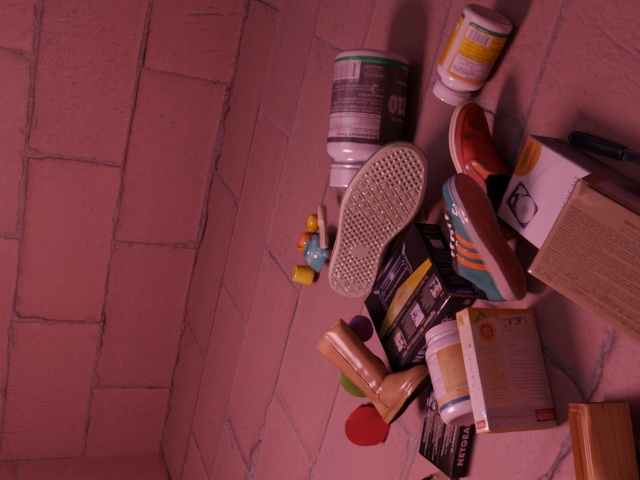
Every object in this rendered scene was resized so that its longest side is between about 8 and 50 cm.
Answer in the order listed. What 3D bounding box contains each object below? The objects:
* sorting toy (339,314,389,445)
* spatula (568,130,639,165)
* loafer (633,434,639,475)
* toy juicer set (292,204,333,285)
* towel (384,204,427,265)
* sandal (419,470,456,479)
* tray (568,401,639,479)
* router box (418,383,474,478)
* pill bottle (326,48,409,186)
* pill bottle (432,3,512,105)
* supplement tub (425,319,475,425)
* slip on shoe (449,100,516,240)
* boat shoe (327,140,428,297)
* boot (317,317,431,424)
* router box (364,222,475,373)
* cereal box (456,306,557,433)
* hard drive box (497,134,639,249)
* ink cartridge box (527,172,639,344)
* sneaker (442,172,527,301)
[{"bbox_3d":[0.114,0.367,1.937,0.126,0.127,0.365,-98,3,-77],"label":"sorting toy"},{"bbox_3d":[0.544,-0.146,1.252,0.296,0.030,0.084,41,125,58],"label":"spatula"},{"bbox_3d":[0.554,0.410,1.072,0.092,0.102,0.268,-65,33,25],"label":"loafer"},{"bbox_3d":[0.000,0.000,2.277,0.329,0.090,0.209,126,153,-60],"label":"toy juicer set"},{"bbox_3d":[0.208,-0.031,1.923,0.237,0.021,0.102,-52,43,48],"label":"towel"},{"bbox_3d":[0.259,0.594,1.696,0.180,0.049,0.072,-56,39,45],"label":"sandal"},{"bbox_3d":[0.468,0.471,1.148,0.203,0.076,0.410,46,-139,-73],"label":"tray"},{"bbox_3d":[0.294,0.440,1.653,0.133,0.046,0.178,25,108,62],"label":"router box"},{"bbox_3d":[0.125,-0.318,1.927,0.204,0.204,0.360,12,97,63],"label":"pill bottle"},{"bbox_3d":[0.337,-0.415,1.613,0.208,0.118,0.117,-67,32,33],"label":"pill bottle"},{"bbox_3d":[0.309,0.284,1.536,0.144,0.144,0.199,-50,43,49],"label":"supplement tub"},{"bbox_3d":[0.359,-0.148,1.537,0.101,0.123,0.331,-22,72,53],"label":"slip on shoe"},{"bbox_3d":[0.137,-0.064,1.820,0.156,0.187,0.500,-72,1,-47],"label":"boat shoe"},{"bbox_3d":[0.125,0.296,1.742,0.269,0.089,0.236,47,132,20],"label":"boot"},{"bbox_3d":[0.237,0.148,1.770,0.308,0.081,0.242,-63,34,38],"label":"router box"},{"bbox_3d":[0.365,0.253,1.398,0.047,0.173,0.240,-37,53,56],"label":"cereal box"},{"bbox_3d":[0.461,-0.073,1.345,0.232,0.089,0.181,52,132,53],"label":"hard drive box"},{"bbox_3d":[0.492,0.030,1.164,0.235,0.088,0.193,37,123,26],"label":"ink cartridge box"},{"bbox_3d":[0.305,0.007,1.454,0.121,0.108,0.302,-15,113,41],"label":"sneaker"}]
